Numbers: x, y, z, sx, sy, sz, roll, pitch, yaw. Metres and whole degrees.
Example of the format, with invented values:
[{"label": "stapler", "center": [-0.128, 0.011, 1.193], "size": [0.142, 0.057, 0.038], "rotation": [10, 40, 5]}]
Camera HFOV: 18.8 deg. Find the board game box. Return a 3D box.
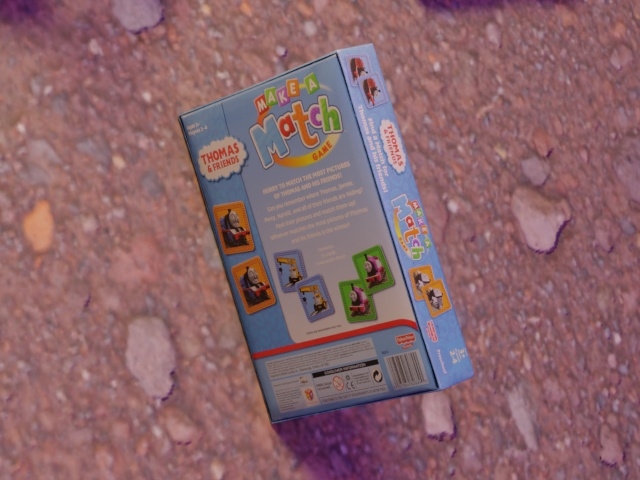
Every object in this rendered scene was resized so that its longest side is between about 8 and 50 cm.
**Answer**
[{"label": "board game box", "center": [0.000, 0.000, 1.210], "size": [0.039, 0.160, 0.211], "rotation": [-18, 91, -43]}]
